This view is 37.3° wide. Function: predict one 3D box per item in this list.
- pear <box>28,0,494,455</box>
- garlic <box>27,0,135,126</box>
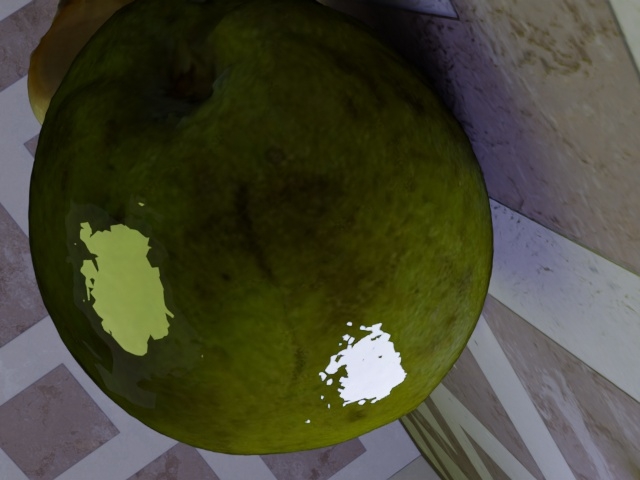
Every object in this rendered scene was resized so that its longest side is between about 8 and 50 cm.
[{"bbox_3d":[-0.049,-0.007,0.712,0.352,0.352,0.413,52,169,30],"label":"pear"},{"bbox_3d":[-0.168,-0.198,1.063,0.313,0.286,0.249,54,135,37],"label":"garlic"}]
